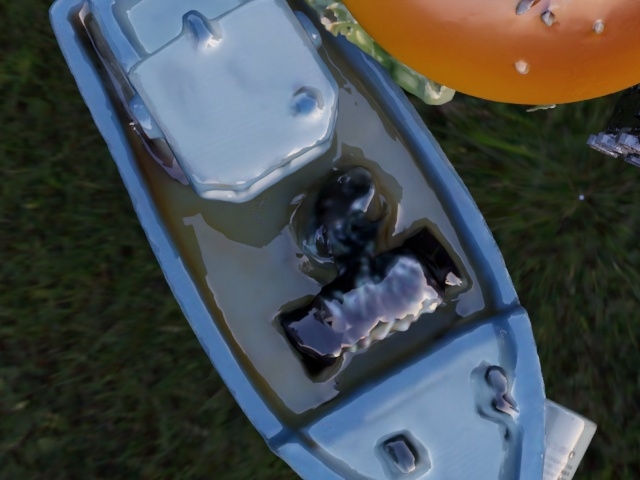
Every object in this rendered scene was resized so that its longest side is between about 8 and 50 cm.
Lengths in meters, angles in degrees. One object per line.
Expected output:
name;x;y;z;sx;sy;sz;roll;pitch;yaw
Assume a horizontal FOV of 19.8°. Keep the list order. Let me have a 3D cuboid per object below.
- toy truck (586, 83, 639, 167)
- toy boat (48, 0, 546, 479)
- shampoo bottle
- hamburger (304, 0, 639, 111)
toy truck;0.307;-0.104;1.638;0.092;0.192;0.083;26;91;-5
toy boat;0.000;0.000;0.850;0.145;0.133;0.332;-31;86;-3
shampoo bottle;0.122;0.200;1.249;0.056;0.056;0.195;27;89;7
hamburger;0.095;-0.165;0.801;0.246;0.170;0.246;-8;119;-14
